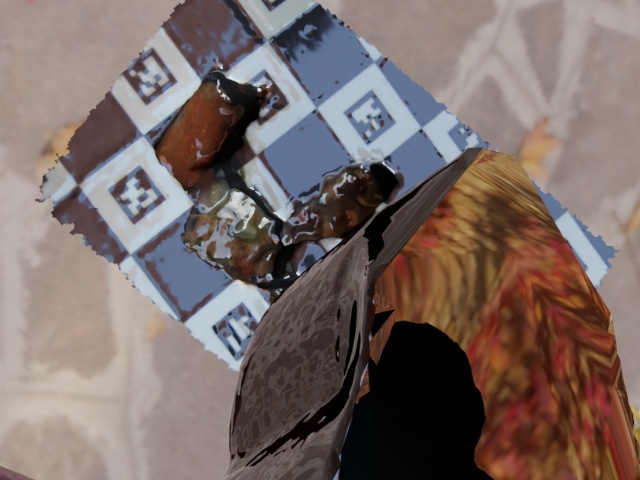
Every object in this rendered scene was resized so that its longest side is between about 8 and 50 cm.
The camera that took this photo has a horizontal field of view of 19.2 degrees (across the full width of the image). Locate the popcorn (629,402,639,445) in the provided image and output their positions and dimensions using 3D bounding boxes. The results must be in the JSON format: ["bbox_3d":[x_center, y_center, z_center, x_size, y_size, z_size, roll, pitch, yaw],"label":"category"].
[{"bbox_3d":[0.097,0.200,1.295,0.276,0.276,0.225,-57,145,-3],"label":"popcorn"}]

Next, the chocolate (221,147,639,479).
[{"bbox_3d":[0.024,0.062,0.475,0.125,0.080,0.148,36,51,-34],"label":"chocolate"}]

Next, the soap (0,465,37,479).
[{"bbox_3d":[-0.399,0.237,1.393,0.128,0.360,0.233,-40,149,-76],"label":"soap"}]

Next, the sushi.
[{"bbox_3d":[0.000,0.000,0.988,0.279,0.043,0.192,39,71,-14],"label":"sushi"}]
